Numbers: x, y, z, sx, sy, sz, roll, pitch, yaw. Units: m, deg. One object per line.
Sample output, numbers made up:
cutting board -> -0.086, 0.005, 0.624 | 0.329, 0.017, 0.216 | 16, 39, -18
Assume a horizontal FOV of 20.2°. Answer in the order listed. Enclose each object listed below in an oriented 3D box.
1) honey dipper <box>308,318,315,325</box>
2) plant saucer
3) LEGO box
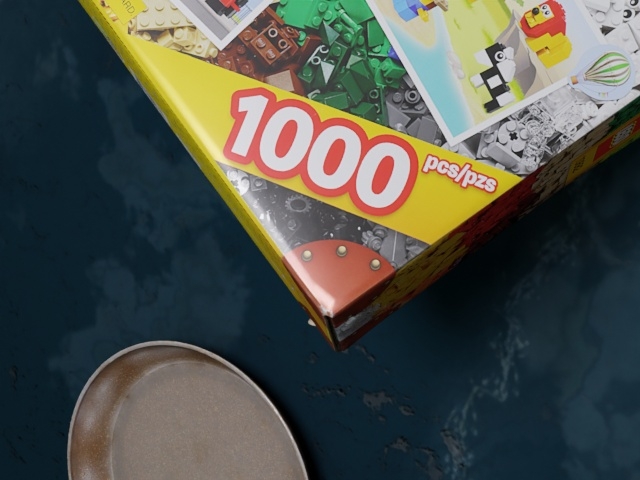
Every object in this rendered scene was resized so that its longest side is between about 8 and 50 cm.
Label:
honey dipper -> 0.000, 0.000, 1.691 | 0.030, 0.030, 0.160 | 4, 101, 34
plant saucer -> -0.125, 0.247, 1.823 | 0.310, 0.050, 0.310 | 9, 107, 32
LEGO box -> 0.016, -0.224, 1.418 | 0.372, 0.193, 0.500 | -36, 78, -4
